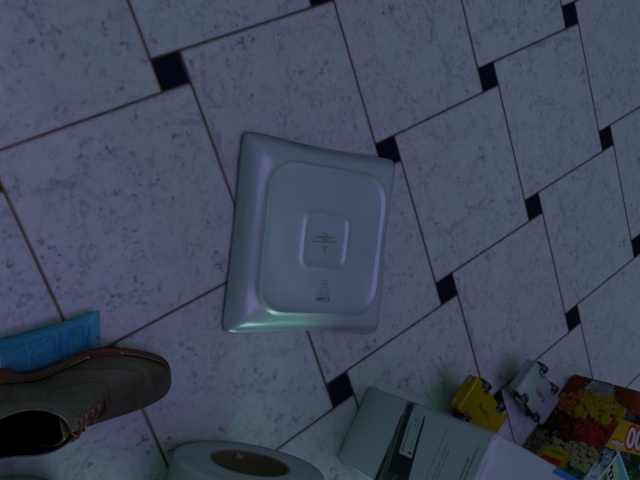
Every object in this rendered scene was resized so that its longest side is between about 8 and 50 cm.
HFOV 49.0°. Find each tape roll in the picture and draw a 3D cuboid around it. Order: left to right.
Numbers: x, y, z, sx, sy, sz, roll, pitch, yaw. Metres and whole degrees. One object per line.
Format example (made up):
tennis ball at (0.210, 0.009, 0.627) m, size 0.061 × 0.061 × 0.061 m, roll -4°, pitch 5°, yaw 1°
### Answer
tape roll at (-0.127, 0.431, 1.102) m, size 0.246 × 0.246 × 0.169 m, roll 14°, pitch 87°, yaw -36°

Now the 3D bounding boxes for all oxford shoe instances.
oxford shoe at (-0.346, 0.239, 0.972) m, size 0.348 × 0.130 × 0.123 m, roll -6°, pitch 119°, yaw -43°

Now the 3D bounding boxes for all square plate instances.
square plate at (0.000, 0.000, 1.275) m, size 0.347 × 0.049 × 0.345 m, roll 6°, pitch 90°, yaw -36°

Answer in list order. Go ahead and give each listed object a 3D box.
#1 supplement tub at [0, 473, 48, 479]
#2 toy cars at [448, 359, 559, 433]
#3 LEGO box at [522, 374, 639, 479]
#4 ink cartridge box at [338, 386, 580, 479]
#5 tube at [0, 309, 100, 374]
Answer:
supplement tub at (-0.362, 0.443, 0.887) m, size 0.228 × 0.316 × 0.229 m, roll -4°, pitch 97°, yaw -36°
toy cars at (0.404, 0.350, 1.579) m, size 0.393 × 0.087 × 0.177 m, roll -3°, pitch 108°, yaw -39°
LEGO box at (0.697, 0.650, 1.746) m, size 0.372 × 0.193 × 0.500 m, roll -45°, pitch 117°, yaw -25°
ink cartridge box at (0.254, 0.423, 1.259) m, size 0.285 × 0.395 × 0.166 m, roll 32°, pitch 77°, yaw -21°
tube at (-0.410, 0.159, 0.996) m, size 0.207 × 0.052 × 0.080 m, roll -11°, pitch 116°, yaw -39°
